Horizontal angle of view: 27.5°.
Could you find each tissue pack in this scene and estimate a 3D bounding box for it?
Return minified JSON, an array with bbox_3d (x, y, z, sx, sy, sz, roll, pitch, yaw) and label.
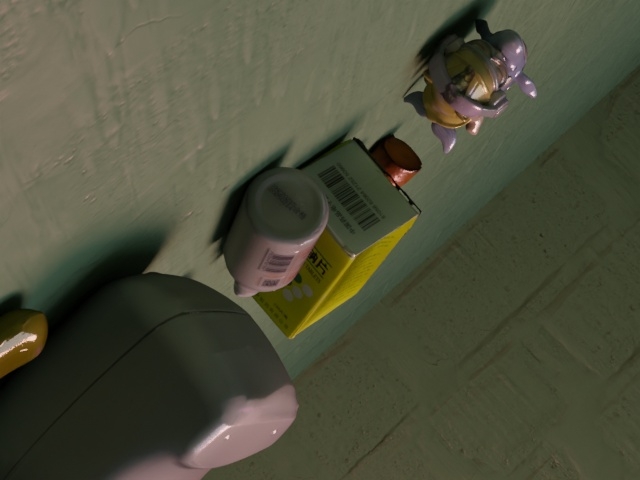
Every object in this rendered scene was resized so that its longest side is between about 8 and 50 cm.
[{"bbox_3d":[-0.212,0.187,1.379,0.333,0.236,0.229,-46,160,14],"label":"tissue pack"}]

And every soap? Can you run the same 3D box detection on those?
[{"bbox_3d":[-0.302,0.111,1.165,0.140,0.045,0.089,-41,174,-25],"label":"soap"}]

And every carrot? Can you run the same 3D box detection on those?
[{"bbox_3d":[0.057,-0.064,1.927,0.205,0.072,0.072,-45,172,26],"label":"carrot"}]

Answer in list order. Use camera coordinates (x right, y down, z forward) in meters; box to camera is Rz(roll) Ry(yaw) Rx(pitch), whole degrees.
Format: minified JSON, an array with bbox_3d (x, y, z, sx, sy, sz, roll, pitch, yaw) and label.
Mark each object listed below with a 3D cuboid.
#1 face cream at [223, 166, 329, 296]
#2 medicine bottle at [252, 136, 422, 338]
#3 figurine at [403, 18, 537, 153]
[{"bbox_3d":[-0.065,0.008,1.582,0.101,0.101,0.252,-39,171,-25],"label":"face cream"},{"bbox_3d":[0.000,0.000,1.716,0.141,0.137,0.250,-32,167,-34],"label":"medicine bottle"},{"bbox_3d":[0.190,-0.200,1.680,0.184,0.128,0.208,-31,170,-48],"label":"figurine"}]
